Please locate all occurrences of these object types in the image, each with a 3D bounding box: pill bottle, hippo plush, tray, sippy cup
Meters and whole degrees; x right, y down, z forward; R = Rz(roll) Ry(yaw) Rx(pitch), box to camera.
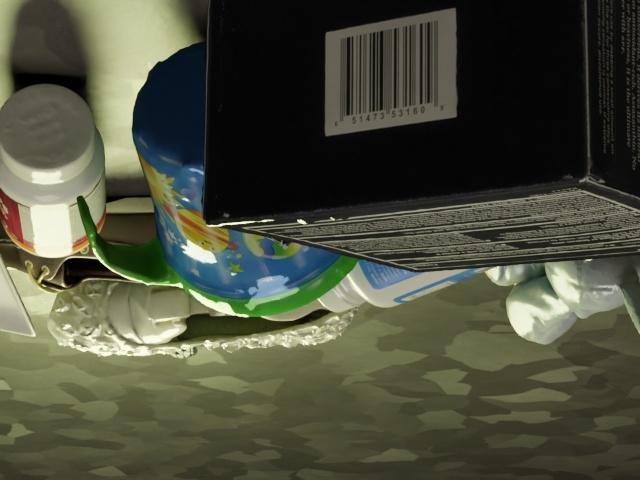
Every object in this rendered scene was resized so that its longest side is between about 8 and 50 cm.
[{"bbox_3d":[-0.292,-0.074,1.660,0.121,0.121,0.221,3,157,-6],"label":"pill bottle"},{"bbox_3d":[0.330,-0.029,1.719,0.236,0.234,0.294,-23,-177,-24],"label":"hippo plush"},{"bbox_3d":[0.094,0.000,1.664,0.221,0.124,0.124,-22,149,28],"label":"pill bottle"},{"bbox_3d":[-0.437,0.009,1.855,0.145,0.030,0.270,8,139,22],"label":"tray"},{"bbox_3d":[-0.080,-0.077,1.544,0.240,0.305,0.224,24,157,29],"label":"sippy cup"}]

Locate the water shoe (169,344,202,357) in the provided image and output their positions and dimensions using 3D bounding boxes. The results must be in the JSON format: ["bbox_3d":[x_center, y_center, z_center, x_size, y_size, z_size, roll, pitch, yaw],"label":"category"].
[{"bbox_3d":[-0.233,0.075,2.089,0.073,0.080,0.203,-19,125,33],"label":"water shoe"}]

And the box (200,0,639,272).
[{"bbox_3d":[0.117,-0.088,1.113,0.296,0.183,0.294,-5,168,33],"label":"box"}]

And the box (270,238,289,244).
[{"bbox_3d":[0.031,-0.103,1.454,0.184,0.191,0.045,-13,-149,-36],"label":"box"}]

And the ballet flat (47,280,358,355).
[{"bbox_3d":[-0.143,0.074,1.974,0.408,0.147,0.147,-3,158,-12],"label":"ballet flat"}]

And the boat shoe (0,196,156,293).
[{"bbox_3d":[-0.308,0.012,1.896,0.324,0.097,0.116,-2,158,6],"label":"boat shoe"}]
